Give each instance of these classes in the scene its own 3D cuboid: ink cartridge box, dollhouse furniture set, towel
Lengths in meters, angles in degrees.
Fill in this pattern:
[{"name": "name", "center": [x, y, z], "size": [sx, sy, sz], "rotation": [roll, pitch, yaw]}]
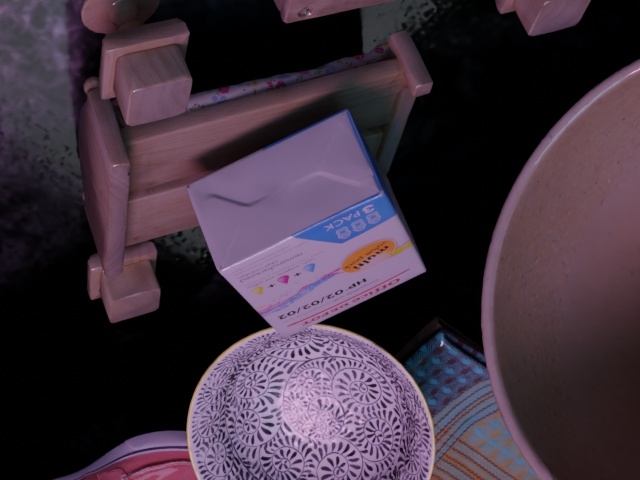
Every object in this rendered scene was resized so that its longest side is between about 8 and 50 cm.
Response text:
[{"name": "ink cartridge box", "center": [0.000, 0.000, 0.927], "size": [0.104, 0.061, 0.181], "rotation": [-25, 158, 5]}, {"name": "dollhouse furniture set", "center": [-0.010, -0.134, 0.929], "size": [0.303, 0.174, 0.355], "rotation": [-15, 156, -18]}, {"name": "towel", "center": [0.131, 0.237, 1.212], "size": [0.370, 0.040, 0.271], "rotation": [34, 110, -30]}]

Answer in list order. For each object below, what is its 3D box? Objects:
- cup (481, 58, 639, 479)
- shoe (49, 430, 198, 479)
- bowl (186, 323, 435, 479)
[{"name": "cup", "center": [0.303, 0.055, 0.995], "size": [0.331, 0.331, 0.237], "rotation": [-42, 148, 16]}, {"name": "shoe", "center": [-0.156, 0.201, 1.093], "size": [0.178, 0.081, 0.063], "rotation": [-20, 126, 0]}, {"name": "bowl", "center": [-0.001, 0.125, 1.065], "size": [0.170, 0.080, 0.170], "rotation": [2, 107, 8]}]
